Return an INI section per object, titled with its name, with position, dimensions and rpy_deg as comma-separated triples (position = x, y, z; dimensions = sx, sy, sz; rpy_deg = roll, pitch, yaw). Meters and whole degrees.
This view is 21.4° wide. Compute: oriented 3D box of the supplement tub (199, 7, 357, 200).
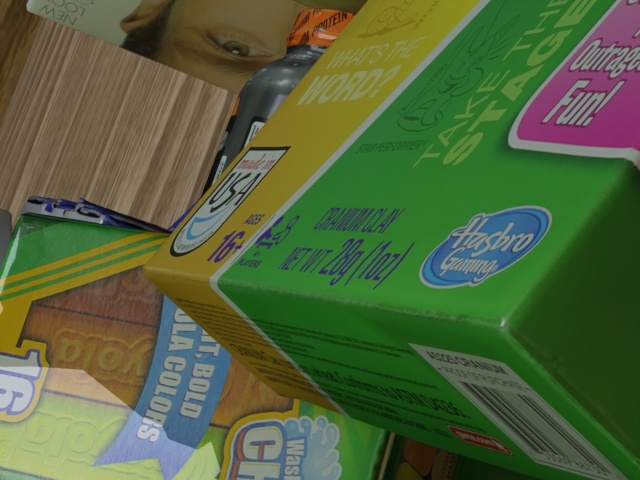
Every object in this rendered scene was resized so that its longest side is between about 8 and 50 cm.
[supplement tub]
position = 0.000, 0.000, 0.766
dimensions = 0.190, 0.117, 0.117
rpy_deg = -69, 18, -6

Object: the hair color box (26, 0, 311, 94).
[hair color box]
position = -0.031, -0.243, 1.030
dimensions = 0.339, 0.185, 0.110
rpy_deg = -49, 27, 47

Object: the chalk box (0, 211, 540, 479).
[chalk box]
position = -0.011, 0.086, 0.599
dimensions = 0.132, 0.213, 0.132
rpy_deg = 51, -129, -57

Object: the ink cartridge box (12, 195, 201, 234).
[ink cartridge box]
position = -0.127, 0.126, 0.932
dimensions = 0.396, 0.151, 0.270
rpy_deg = -71, 18, -3

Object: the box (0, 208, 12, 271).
[box]
position = -0.249, 0.023, 0.958
dimensions = 0.091, 0.130, 0.170
rpy_deg = -63, 17, 12

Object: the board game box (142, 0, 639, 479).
[board game box]
position = 0.106, -0.085, 0.452
dimensions = 0.316, 0.064, 0.242
rpy_deg = -51, 18, -14

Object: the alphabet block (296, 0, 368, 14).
[alphabet block]
position = 0.040, -0.226, 0.785
dimensions = 0.193, 0.197, 0.192
rpy_deg = -48, 27, 47
